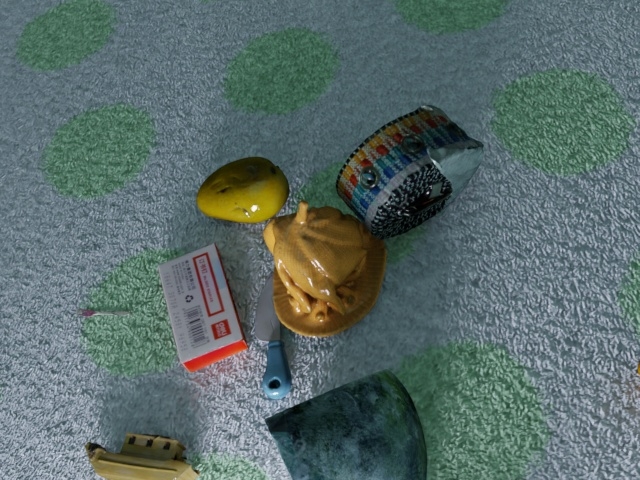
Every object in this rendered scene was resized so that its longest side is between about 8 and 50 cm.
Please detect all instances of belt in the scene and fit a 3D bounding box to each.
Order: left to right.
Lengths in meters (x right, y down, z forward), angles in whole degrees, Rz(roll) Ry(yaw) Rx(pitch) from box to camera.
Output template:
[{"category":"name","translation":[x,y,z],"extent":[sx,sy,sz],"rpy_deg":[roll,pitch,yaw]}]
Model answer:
[{"category":"belt","translation":[0.161,-0.122,1.153],"extent":[0.257,0.207,0.150],"rpy_deg":[-29,65,-21]}]

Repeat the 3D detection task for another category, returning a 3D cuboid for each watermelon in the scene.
[{"category":"watermelon","translation":[0.010,0.324,0.935],"extent":[0.213,0.289,0.320],"rpy_deg":[-13,55,48]}]

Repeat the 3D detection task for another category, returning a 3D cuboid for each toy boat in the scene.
[{"category":"toy boat","translation":[-0.296,0.359,1.068],"extent":[0.200,0.057,0.077],"rpy_deg":[3,56,14]}]

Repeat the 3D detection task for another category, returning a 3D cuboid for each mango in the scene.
[{"category":"mango","translation":[-0.157,-0.096,1.279],"extent":[0.195,0.098,0.138],"rpy_deg":[-12,62,11]}]

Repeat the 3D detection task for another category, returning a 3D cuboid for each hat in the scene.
[{"category":"hat","translation":[0.000,0.000,1.099],"extent":[0.244,0.233,0.234],"rpy_deg":[-27,56,-7]}]

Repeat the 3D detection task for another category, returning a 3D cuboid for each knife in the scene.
[{"category":"knife","translation":[-0.089,0.166,1.154],"extent":[0.058,0.032,0.244],"rpy_deg":[-16,54,8]}]

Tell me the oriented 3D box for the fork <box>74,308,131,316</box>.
[{"category":"fork","translation":[-0.419,0.140,1.248],"extent":[0.115,0.012,0.016],"rpy_deg":[0,64,7]}]

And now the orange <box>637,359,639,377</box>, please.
[{"category":"orange","translation":[0.525,0.199,0.976],"extent":[0.083,0.070,0.083],"rpy_deg":[0,54,-1]}]

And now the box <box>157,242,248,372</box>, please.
[{"category":"box","translation":[-0.221,0.116,1.195],"extent":[0.122,0.050,0.230],"rpy_deg":[-21,58,-3]}]
